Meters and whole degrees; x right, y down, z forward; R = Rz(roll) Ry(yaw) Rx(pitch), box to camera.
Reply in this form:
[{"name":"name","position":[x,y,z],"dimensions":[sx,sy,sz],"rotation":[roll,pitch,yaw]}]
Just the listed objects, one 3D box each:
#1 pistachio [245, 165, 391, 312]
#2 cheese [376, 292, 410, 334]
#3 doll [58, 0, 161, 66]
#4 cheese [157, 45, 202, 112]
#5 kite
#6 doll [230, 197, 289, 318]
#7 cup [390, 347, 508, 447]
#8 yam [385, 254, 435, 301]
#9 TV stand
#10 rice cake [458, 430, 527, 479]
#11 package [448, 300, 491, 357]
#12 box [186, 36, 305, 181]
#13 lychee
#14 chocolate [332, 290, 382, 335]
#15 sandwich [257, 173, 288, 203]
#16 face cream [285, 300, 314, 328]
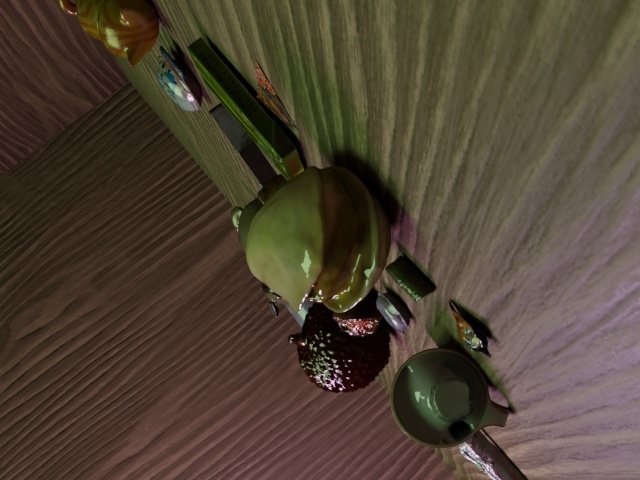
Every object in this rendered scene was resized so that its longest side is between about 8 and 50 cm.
[{"name":"pistachio","position":[0.000,0.000,1.258],"dimensions":[0.321,0.229,0.237],"rotation":[166,99,-73]},{"name":"cheese","position":[0.161,0.162,1.730],"dimensions":[0.105,0.042,0.191],"rotation":[51,175,14]},{"name":"doll","position":[-0.479,-0.531,1.854],"dimensions":[0.270,0.162,0.166],"rotation":[32,147,40]},{"name":"cheese","position":[-0.371,-0.420,2.037],"dimensions":[0.189,0.074,0.286],"rotation":[50,172,4]},{"name":"kite","position":[-0.076,-0.236,1.391],"dimensions":[0.125,0.008,0.222],"rotation":[49,173,3]},{"name":"doll","position":[-0.116,0.039,2.111],"dimensions":[0.235,0.174,0.329],"rotation":[-10,107,35]},{"name":"cup","position":[0.246,0.305,1.536],"dimensions":[0.226,0.182,0.264],"rotation":[19,177,5]},{"name":"yam","position":[0.152,0.067,1.322],"dimensions":[0.094,0.043,0.043],"rotation":[48,172,28]},{"name":"TV stand","position":[-0.183,-0.226,1.930],"dimensions":[0.256,0.049,0.040],"rotation":[55,173,-26]},{"name":"rice cake","position":[0.444,0.575,1.867],"dimensions":[0.290,0.081,0.051],"rotation":[49,-175,21]},{"name":"package","position":[0.234,0.146,1.235],"dimensions":[0.077,0.033,0.110],"rotation":[44,-179,-26]},{"name":"box","position":[-0.141,-0.248,1.548],"dimensions":[0.311,0.043,0.173],"rotation":[50,176,16]},{"name":"lychee","position":[0.047,0.275,2.090],"dimensions":[0.300,0.264,0.264],"rotation":[13,-170,-24]},{"name":"chocolate","position":[0.095,0.174,1.903],"dimensions":[0.133,0.124,0.127],"rotation":[-25,87,63]},{"name":"sandwich","position":[-0.012,0.003,1.791],"dimensions":[0.288,0.100,0.254],"rotation":[56,178,-31]},{"name":"face cream","position":[-0.002,0.182,2.302],"dimensions":[0.153,0.177,0.177],"rotation":[53,173,5]}]
